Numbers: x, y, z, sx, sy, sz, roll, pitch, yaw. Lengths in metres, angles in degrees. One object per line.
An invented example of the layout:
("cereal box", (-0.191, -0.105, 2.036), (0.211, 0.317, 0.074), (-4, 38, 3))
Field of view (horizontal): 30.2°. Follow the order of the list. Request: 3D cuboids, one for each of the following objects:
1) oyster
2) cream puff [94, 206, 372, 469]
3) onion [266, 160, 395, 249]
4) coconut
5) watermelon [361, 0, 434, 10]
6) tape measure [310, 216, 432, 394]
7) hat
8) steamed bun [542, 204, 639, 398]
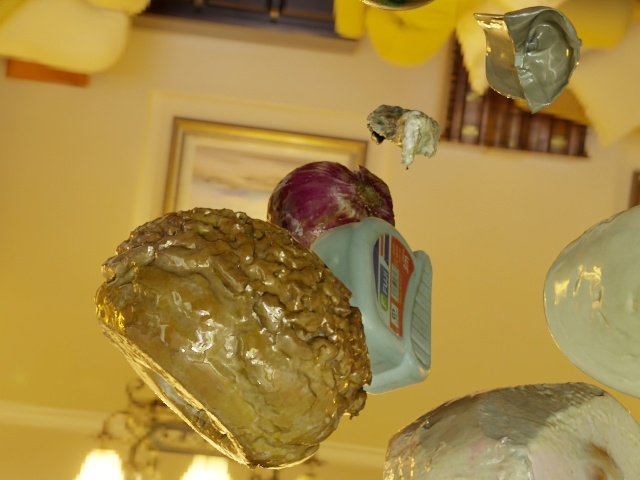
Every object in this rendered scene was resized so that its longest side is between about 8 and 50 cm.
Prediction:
("oyster", (0.106, -0.130, 1.338), (0.106, 0.061, 0.200), (4, -163, -21))
("cream puff", (-0.093, 0.099, 1.360), (0.327, 0.231, 0.343), (47, 163, -20))
("onion", (0.008, -0.020, 2.279), (0.230, 0.272, 0.256), (23, -165, -25))
("coconut", (0.251, 0.386, 1.593), (0.405, 0.404, 0.404), (7, -178, 0))
("watermelon", (0.072, -0.321, 1.307), (0.187, 0.140, 0.141), (-16, -166, -31))
("tape measure", (0.071, 0.087, 1.743), (0.125, 0.243, 0.246), (-22, 135, 27))
("hat", (0.323, -0.309, 1.850), (0.144, 0.166, 0.173), (-15, -151, 7))
("steamed bun", (0.542, 0.060, 1.444), (0.456, 0.290, 0.371), (-27, 167, 38))
